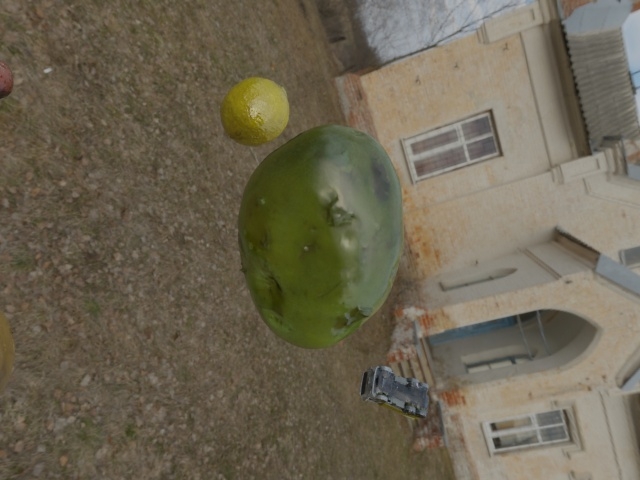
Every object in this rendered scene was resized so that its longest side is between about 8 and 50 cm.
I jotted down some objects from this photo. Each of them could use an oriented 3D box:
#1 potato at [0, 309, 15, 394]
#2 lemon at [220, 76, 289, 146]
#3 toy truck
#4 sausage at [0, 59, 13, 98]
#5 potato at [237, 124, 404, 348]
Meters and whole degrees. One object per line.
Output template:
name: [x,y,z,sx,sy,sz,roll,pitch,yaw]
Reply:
potato: [-0.454,0.151,0.450,0.234,0.150,0.146,-112,-151,-64]
lemon: [-0.109,-0.217,0.680,0.109,0.133,0.109,41,-14,13]
toy truck: [0.117,0.241,0.629,0.123,0.062,0.052,29,55,-20]
sausage: [-0.466,-0.218,0.542,0.059,0.094,0.054,-72,148,-80]
potato: [0.000,0.000,0.454,0.148,0.186,0.254,-49,158,-72]
